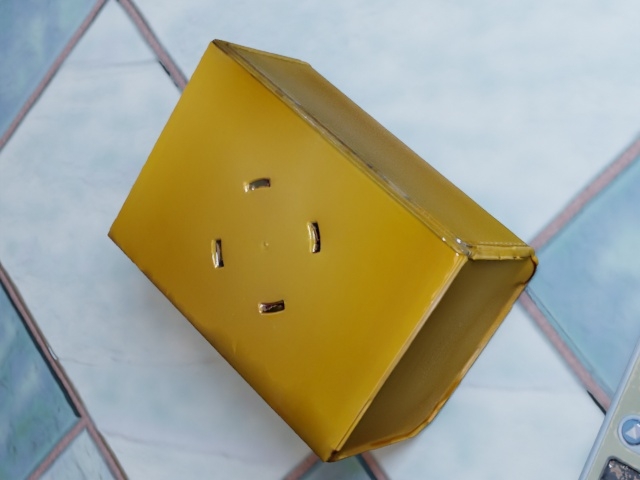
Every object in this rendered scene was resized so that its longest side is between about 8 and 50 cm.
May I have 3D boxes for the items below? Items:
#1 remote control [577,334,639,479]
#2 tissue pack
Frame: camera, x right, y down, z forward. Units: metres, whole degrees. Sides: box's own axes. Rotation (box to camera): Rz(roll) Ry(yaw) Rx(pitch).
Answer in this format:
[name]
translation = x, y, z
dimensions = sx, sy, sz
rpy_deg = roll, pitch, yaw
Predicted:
[remote control]
translation = 0.241, 0.127, 0.825
dimensions = 0.087, 0.047, 0.244
rpy_deg = 28, 106, 29
[tissue pack]
translation = 0.000, 0.000, 0.936
dimensions = 0.274, 0.145, 0.194
rpy_deg = 43, 115, 26
